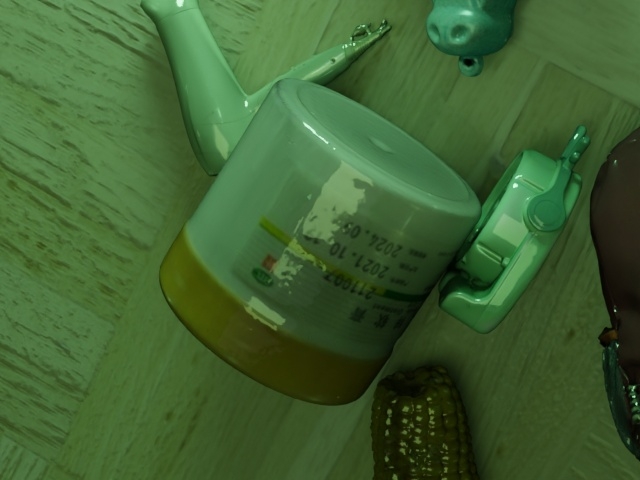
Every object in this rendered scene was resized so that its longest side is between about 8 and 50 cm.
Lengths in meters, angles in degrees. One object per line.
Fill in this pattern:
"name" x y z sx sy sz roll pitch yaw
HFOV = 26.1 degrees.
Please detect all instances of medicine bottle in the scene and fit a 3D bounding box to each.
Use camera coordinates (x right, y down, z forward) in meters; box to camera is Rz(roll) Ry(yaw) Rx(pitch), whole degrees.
"medicine bottle" 0.000 0.000 1.323 0.238 0.238 0.232 36 108 7

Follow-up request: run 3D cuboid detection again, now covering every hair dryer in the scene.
"hair dryer" -0.045 -0.194 1.400 0.237 0.075 0.206 -20 88 11

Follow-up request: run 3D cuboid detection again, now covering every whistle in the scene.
"whistle" 0.150 -0.292 1.300 0.186 0.093 0.274 10 102 41

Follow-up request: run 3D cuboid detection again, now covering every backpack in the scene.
"backpack" 0.375 0.029 1.239 0.283 0.197 0.317 -12 94 25

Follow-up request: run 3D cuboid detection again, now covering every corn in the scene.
"corn" 0.120 0.307 1.417 0.120 0.120 0.363 -5 96 17

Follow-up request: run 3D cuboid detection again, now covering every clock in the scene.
"clock" 0.189 -0.019 1.308 0.066 0.159 0.211 31 103 0
